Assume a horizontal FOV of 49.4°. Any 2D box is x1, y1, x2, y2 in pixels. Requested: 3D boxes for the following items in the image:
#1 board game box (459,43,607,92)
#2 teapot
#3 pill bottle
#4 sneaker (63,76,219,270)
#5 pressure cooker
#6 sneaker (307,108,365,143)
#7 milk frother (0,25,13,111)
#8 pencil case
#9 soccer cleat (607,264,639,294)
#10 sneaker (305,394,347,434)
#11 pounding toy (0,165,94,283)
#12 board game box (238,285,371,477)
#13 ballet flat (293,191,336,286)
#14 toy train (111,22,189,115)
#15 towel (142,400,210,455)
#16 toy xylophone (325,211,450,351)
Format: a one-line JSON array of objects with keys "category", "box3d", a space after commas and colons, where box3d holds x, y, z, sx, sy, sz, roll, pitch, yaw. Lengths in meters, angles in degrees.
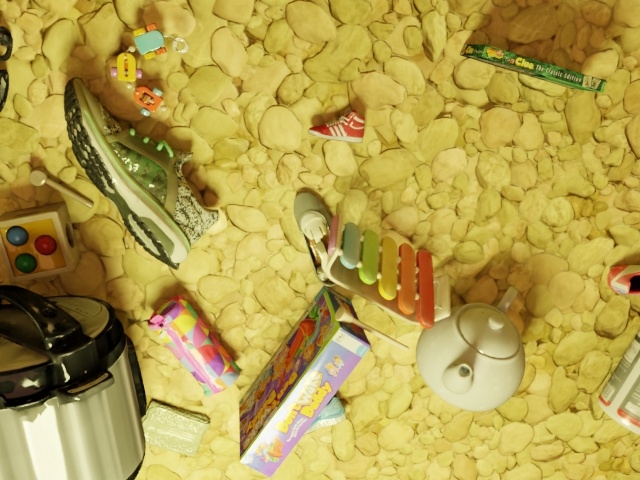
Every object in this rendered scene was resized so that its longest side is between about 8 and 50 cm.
[{"category": "board game box", "box3d": [0.421, -0.344, 1.388, 0.260, 0.136, 0.030, 13, 102, -12]}, {"category": "teapot", "box3d": [0.339, 0.221, 1.485, 0.253, 0.256, 0.187, 4, 133, -20]}, {"category": "pill bottle", "box3d": [0.789, 0.304, 1.627, 0.161, 0.161, 0.283, 23, 103, -14]}, {"category": "sneaker", "box3d": [-0.347, -0.148, 1.372, 0.182, 0.158, 0.410, -40, 109, -27]}, {"category": "pressure cooker", "box3d": [-0.539, 0.288, 1.331, 0.370, 0.375, 0.420, -7, 109, -3]}, {"category": "sneaker", "box3d": [0.035, -0.238, 1.418, 0.119, 0.042, 0.067, 4, 111, -17]}, {"category": "milk frother", "box3d": [-0.648, -0.326, 1.281, 0.135, 0.129, 0.143, 12, 62, -12]}, {"category": "pencil case", "box3d": [-0.273, 0.228, 1.493, 0.104, 0.104, 0.236, -36, 109, 4]}, {"category": "soccer cleat", "box3d": [0.782, 0.084, 1.592, 0.248, 0.095, 0.083, -7, 108, -5]}, {"category": "sneaker", "box3d": [-0.024, 0.401, 1.610, 0.162, 0.063, 0.073, -18, 91, -6]}, {"category": "pounding toy", "box3d": [-0.543, -0.038, 1.375, 0.181, 0.094, 0.206, -11, 109, -4]}, {"category": "board game box", "box3d": [-0.045, 0.288, 1.471, 0.078, 0.233, 0.347, 33, 100, -16]}, {"category": "ballet flat", "box3d": [0.000, 0.000, 1.474, 0.072, 0.068, 0.213, -19, 108, -2]}, {"category": "toy train", "box3d": [-0.327, -0.332, 1.340, 0.125, 0.046, 0.166, 28, 105, -16]}, {"category": "towel", "box3d": [-0.335, 0.432, 1.585, 0.148, 0.027, 0.110, 21, 104, -13]}, {"category": "toy xylophone", "box3d": [0.133, 0.090, 1.435, 0.323, 0.236, 0.081, 23, 135, -28]}]
